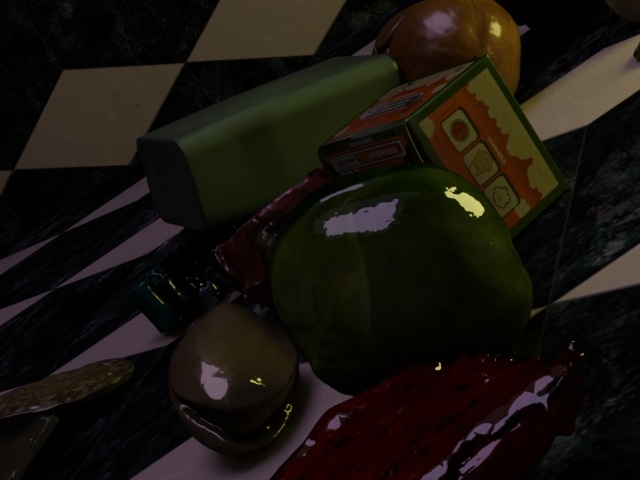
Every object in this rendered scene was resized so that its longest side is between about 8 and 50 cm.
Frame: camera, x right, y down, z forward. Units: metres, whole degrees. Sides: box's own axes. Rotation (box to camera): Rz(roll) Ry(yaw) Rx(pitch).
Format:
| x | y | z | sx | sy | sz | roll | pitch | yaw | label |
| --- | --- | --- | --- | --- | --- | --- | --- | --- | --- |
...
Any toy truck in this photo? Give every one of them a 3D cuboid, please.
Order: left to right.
| x | y | z | sx | sy | sz | roll | pitch | yaw | label |
| --- | --- | --- | --- | --- | --- | --- | --- | --- | --- |
| -0.179 | 0.034 | 2.107 | 0.124 | 0.114 | 0.253 | -37 | 7 | 42 | toy truck |

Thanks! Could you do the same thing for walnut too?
| x | y | z | sx | sy | sz | roll | pitch | yaw | label |
| --- | --- | --- | --- | --- | --- | --- | --- | --- | --- |
| 0.173 | -0.253 | 2.085 | 0.203 | 0.203 | 0.298 | -39 | 11 | -22 | walnut |

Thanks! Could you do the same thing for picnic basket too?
| x | y | z | sx | sy | sz | roll | pitch | yaw | label |
| --- | --- | --- | --- | --- | --- | --- | --- | --- | --- |
| -0.116 | 0.045 | 1.991 | 0.083 | 0.072 | 0.072 | -17 | 19 | 26 | picnic basket |

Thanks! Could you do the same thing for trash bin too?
| x | y | z | sx | sy | sz | roll | pitch | yaw | label |
| --- | --- | --- | --- | --- | --- | --- | --- | --- | --- |
| -0.065 | -0.142 | 2.039 | 0.343 | 0.158 | 0.223 | -20 | 13 | -22 | trash bin |

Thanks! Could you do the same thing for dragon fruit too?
| x | y | z | sx | sy | sz | roll | pitch | yaw | label |
| --- | --- | --- | --- | --- | --- | --- | --- | --- | --- |
| 0.000 | 0.000 | 1.738 | 0.282 | 0.147 | 0.211 | -34 | 0 | 22 | dragon fruit |
| 0.038 | 0.188 | 1.009 | 0.282 | 0.100 | 0.343 | -34 | 5 | -13 | dragon fruit |

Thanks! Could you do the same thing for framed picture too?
| x | y | z | sx | sy | sz | roll | pitch | yaw | label |
| --- | --- | --- | --- | --- | --- | --- | --- | --- | --- |
| -0.456 | 0.327 | 1.787 | 0.209 | 0.019 | 0.281 | -21 | 22 | 30 | framed picture |

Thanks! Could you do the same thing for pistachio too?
| x | y | z | sx | sy | sz | roll | pitch | yaw | label |
| --- | --- | --- | --- | --- | --- | --- | --- | --- | --- |
| -0.088 | 0.141 | 1.468 | 0.136 | 0.136 | 0.226 | -32 | 19 | 8 | pistachio |

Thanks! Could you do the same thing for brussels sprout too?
| x | y | z | sx | sy | sz | roll | pitch | yaw | label |
| --- | --- | --- | --- | --- | --- | --- | --- | --- | --- |
| 0.069 | 0.035 | 1.300 | 0.219 | 0.210 | 0.271 | -27 | -4 | 7 | brussels sprout |

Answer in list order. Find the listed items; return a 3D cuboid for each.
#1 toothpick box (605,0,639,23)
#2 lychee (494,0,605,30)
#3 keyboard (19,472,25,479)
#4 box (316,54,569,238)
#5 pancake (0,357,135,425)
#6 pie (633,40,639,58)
| x | y | z | sx | sy | sz | roll | pitch | yaw | label |
| --- | --- | --- | --- | --- | --- | --- | --- | --- | --- |
| 0.487 | -0.395 | 2.037 | 0.181 | 0.111 | 0.111 | -38 | 13 | -27 | toothpick box |
| 0.363 | -0.475 | 2.264 | 0.306 | 0.306 | 0.330 | -25 | -12 | 35 | lychee |
| -0.427 | 0.310 | 1.876 | 0.103 | 0.041 | 0.381 | -34 | 19 | -2 | keyboard |
| 0.130 | -0.079 | 1.595 | 0.148 | 0.177 | 0.195 | -41 | 15 | -25 | box |
| -0.366 | 0.207 | 1.959 | 0.235 | 0.029 | 0.212 | -15 | 7 | 12 | pancake |
| 0.440 | -0.261 | 1.867 | 0.085 | 0.017 | 0.085 | -33 | 12 | 8 | pie |
